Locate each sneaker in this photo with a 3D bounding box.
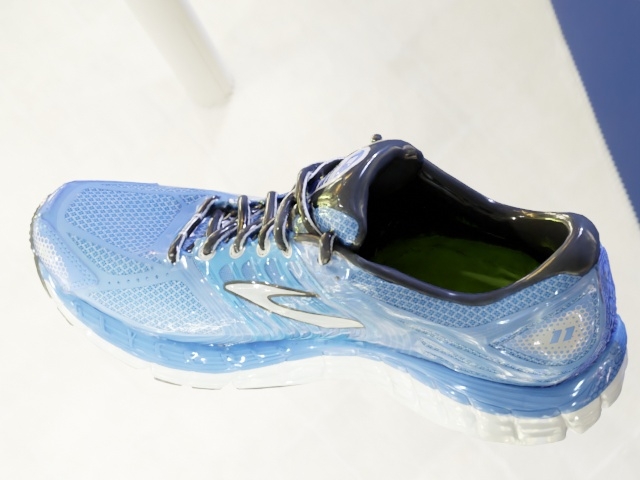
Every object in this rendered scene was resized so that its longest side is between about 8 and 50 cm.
[{"bbox_3d":[0.000,0.000,0.841,0.330,0.147,0.130,8,-135,15],"label":"sneaker"}]
